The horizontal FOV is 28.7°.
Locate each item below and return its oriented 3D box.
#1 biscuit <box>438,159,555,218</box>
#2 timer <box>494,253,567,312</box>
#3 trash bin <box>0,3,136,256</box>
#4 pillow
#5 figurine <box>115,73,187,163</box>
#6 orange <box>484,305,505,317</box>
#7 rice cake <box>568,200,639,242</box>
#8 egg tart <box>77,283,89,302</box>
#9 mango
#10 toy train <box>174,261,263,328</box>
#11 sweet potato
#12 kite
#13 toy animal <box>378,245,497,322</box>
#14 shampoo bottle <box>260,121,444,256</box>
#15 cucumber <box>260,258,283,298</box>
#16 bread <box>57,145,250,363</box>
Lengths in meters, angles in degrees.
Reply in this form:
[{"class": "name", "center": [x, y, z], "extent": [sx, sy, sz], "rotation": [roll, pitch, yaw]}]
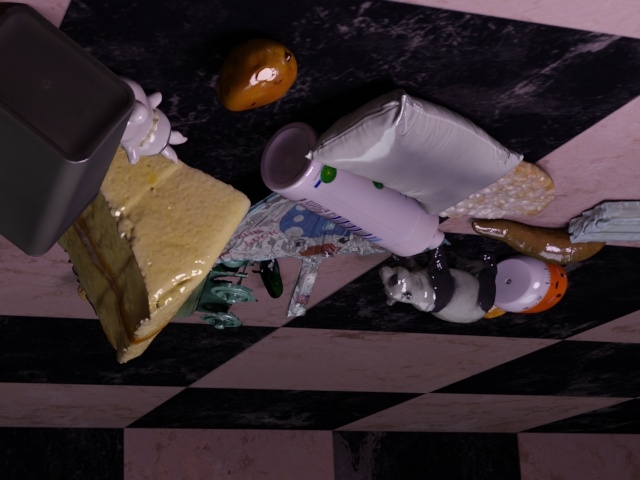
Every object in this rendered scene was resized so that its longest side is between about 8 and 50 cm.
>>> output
[{"class": "biscuit", "center": [0.209, -0.072, 1.675], "extent": [0.188, 0.040, 0.265], "rotation": [-16, 158, 36]}, {"class": "timer", "center": [0.352, 0.076, 2.082], "extent": [0.136, 0.099, 0.136], "rotation": [8, 169, 2]}, {"class": "trash bin", "center": [-0.290, -0.105, 1.253], "extent": [0.164, 0.122, 0.240], "rotation": [39, 151, -6]}, {"class": "pillow", "center": [0.114, -0.098, 1.466], "extent": [0.144, 0.078, 0.254], "rotation": [-39, 145, 26]}, {"class": "figurine", "center": [-0.209, -0.137, 1.372], "extent": [0.098, 0.081, 0.146], "rotation": [38, 180, 18]}, {"class": "orange", "center": [0.299, 0.098, 2.199], "extent": [0.083, 0.070, 0.083], "rotation": [-16, 158, -7]}, {"class": "rice cake", "center": [0.494, -0.025, 1.875], "extent": [0.211, 0.038, 0.124], "rotation": [3, 163, -19]}, {"class": "egg tart", "center": [-0.335, 0.072, 2.052], "extent": [0.129, 0.049, 0.129], "rotation": [-1, 157, 0]}, {"class": "mango", "center": [-0.070, -0.167, 1.279], "extent": [0.080, 0.060, 0.114], "rotation": [-11, 168, -34]}, {"class": "toy train", "center": [-0.180, 0.040, 1.888], "extent": [0.189, 0.126, 0.307], "rotation": [19, 161, -4]}, {"class": "sweet potato", "center": [0.335, 0.002, 1.917], "extent": [0.249, 0.059, 0.069], "rotation": [7, 141, -19]}, {"class": "kite", "center": [0.000, 0.001, 1.700], "extent": [0.406, 0.014, 0.368], "rotation": [-3, 143, -16]}, {"class": "toy animal", "center": [0.186, 0.066, 1.988], "extent": [0.225, 0.121, 0.094], "rotation": [15, 156, -42]}, {"class": "shampoo bottle", "center": [0.058, -0.050, 1.565], "extent": [0.092, 0.092, 0.303], "rotation": [-16, 150, 38]}, {"class": "cucumber", "center": [-0.082, 0.061, 2.080], "extent": [0.036, 0.033, 0.184], "rotation": [17, 163, 8]}, {"class": "bread", "center": [-0.258, 0.002, 1.510], "extent": [0.236, 0.198, 0.263], "rotation": [35, 152, -6]}]
